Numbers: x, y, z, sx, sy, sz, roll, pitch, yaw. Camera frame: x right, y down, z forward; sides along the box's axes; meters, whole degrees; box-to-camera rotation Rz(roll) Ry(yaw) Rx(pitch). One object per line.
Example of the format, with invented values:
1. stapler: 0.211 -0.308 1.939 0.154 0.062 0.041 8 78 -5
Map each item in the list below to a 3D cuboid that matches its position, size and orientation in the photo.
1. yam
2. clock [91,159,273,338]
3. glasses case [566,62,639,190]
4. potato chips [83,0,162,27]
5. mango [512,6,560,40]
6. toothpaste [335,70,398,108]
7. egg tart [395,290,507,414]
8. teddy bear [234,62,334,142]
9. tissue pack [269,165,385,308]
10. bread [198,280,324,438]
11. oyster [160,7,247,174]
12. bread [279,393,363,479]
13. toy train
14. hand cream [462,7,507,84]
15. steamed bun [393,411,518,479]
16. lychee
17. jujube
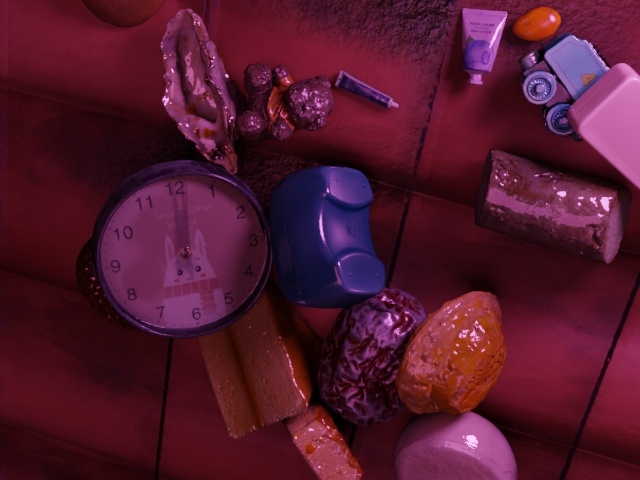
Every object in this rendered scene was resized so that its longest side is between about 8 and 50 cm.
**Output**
1. yam: 0.452 -0.065 1.608 0.304 0.168 0.168 17 116 11
2. clock: -0.282 0.025 1.726 0.386 0.076 0.386 -6 111 -16
3. glasses case: 0.608 -0.167 1.500 0.336 0.076 0.144 36 113 -22
4. potato chips: -0.427 -0.540 1.724 0.208 0.062 0.195 12 117 9
5. mango: 0.402 -0.403 1.541 0.089 0.046 0.060 -3 110 32
6. toothpaste: 0.097 -0.303 1.688 0.140 0.021 0.037 27 118 6
7. egg tart: 0.296 0.256 1.719 0.128 0.319 0.319 39 124 38
8. teddy bear: -0.067 -0.274 1.693 0.190 0.177 0.140 -4 156 19
9. tissue pack: 0.000 0.000 1.710 0.206 0.198 0.287 -18 77 37
10. bread: -0.187 0.222 1.883 0.233 0.245 0.362 -29 106 26
11. oyster: -0.242 -0.306 1.743 0.166 0.110 0.341 -28 99 21
12. bread: -0.008 0.451 1.902 0.114 0.274 0.185 -36 100 -7
13. toy train: 0.465 -0.287 1.540 0.154 0.107 0.198 -36 99 19
14. hand cream: 0.305 -0.370 1.585 0.084 0.053 0.142 9 105 14
15. steamed bun: 0.309 0.494 1.877 0.283 0.177 0.283 10 123 16
16. lychee: -0.419 0.079 1.875 0.267 0.267 0.267 6 114 14
17. jujube: 0.117 0.251 1.811 0.226 0.226 0.317 20 121 8
